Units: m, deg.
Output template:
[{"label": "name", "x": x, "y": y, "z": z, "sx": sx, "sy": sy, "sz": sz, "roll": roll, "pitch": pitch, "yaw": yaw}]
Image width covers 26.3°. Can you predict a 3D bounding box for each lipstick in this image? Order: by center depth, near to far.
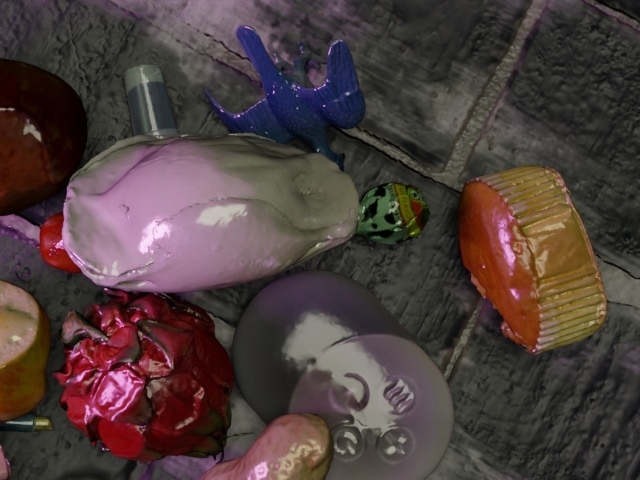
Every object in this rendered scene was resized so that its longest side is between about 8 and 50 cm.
[{"label": "lipstick", "x": -0.409, "y": 0.236, "z": 1.790, "sx": 0.116, "sy": 0.037, "sz": 0.037, "roll": 4, "pitch": 84, "yaw": -12}]

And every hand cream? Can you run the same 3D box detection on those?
[{"label": "hand cream", "x": -0.214, "y": -0.109, "z": 1.843, "sx": 0.079, "sy": 0.048, "sz": 0.255, "roll": -12, "pitch": 88, "yaw": -3}]

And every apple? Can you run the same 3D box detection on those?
[{"label": "apple", "x": -0.432, "y": 0.143, "z": 1.729, "sx": 0.173, "sy": 0.160, "sz": 0.195, "roll": 5, "pitch": 44, "yaw": -21}]

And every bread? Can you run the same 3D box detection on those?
[{"label": "bread", "x": 0.274, "y": 0.025, "z": 1.823, "sx": 0.133, "sy": 0.179, "sz": 0.250, "roll": -19, "pitch": 96, "yaw": -17}]

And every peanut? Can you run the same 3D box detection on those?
[{"label": "peanut", "x": -0.083, "y": 0.319, "z": 1.757, "sx": 0.274, "sy": 0.125, "sz": 0.111, "roll": -42, "pitch": 123, "yaw": 19}]

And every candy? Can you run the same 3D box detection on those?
[{"label": "candy", "x": 0.000, "y": 0.000, "z": 1.854, "sx": 0.305, "sy": 0.091, "sz": 0.083, "roll": -20, "pitch": 53, "yaw": 2}]

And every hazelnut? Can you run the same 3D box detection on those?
[{"label": "hazelnut", "x": -0.420, "y": -0.135, "z": 1.755, "sx": 0.233, "sy": 0.218, "sz": 0.218, "roll": 10, "pitch": 83, "yaw": -14}]

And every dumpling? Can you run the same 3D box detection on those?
[{"label": "dumpling", "x": -0.140, "y": -0.058, "z": 1.729, "sx": 0.341, "sy": 0.181, "sz": 0.260, "roll": -25, "pitch": 48, "yaw": 7}]

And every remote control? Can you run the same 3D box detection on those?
[{"label": "remote control", "x": 0.030, "y": 0.192, "z": 1.812, "sx": 0.221, "sy": 0.103, "sz": 0.332, "roll": -42, "pitch": 89, "yaw": -4}]

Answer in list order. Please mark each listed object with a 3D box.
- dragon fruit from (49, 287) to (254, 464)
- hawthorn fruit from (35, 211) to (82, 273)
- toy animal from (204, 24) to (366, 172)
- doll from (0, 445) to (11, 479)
[{"label": "dragon fruit", "x": -0.201, "y": 0.181, "z": 1.753, "sx": 0.293, "sy": 0.233, "sz": 0.234, "roll": 33, "pitch": 80, "yaw": -34}, {"label": "hawthorn fruit", "x": -0.331, "y": 0.003, "z": 1.801, "sx": 0.093, "sy": 0.093, "sz": 0.093, "roll": 1, "pitch": 84, "yaw": -7}, {"label": "toy animal", "x": -0.028, "y": -0.180, "z": 1.820, "sx": 0.255, "sy": 0.239, "sz": 0.176, "roll": 35, "pitch": 44, "yaw": -42}, {"label": "doll", "x": -0.515, "y": 0.327, "z": 1.660, "sx": 0.268, "sy": 0.284, "sz": 0.216, "roll": -16, "pitch": 91, "yaw": -31}]
